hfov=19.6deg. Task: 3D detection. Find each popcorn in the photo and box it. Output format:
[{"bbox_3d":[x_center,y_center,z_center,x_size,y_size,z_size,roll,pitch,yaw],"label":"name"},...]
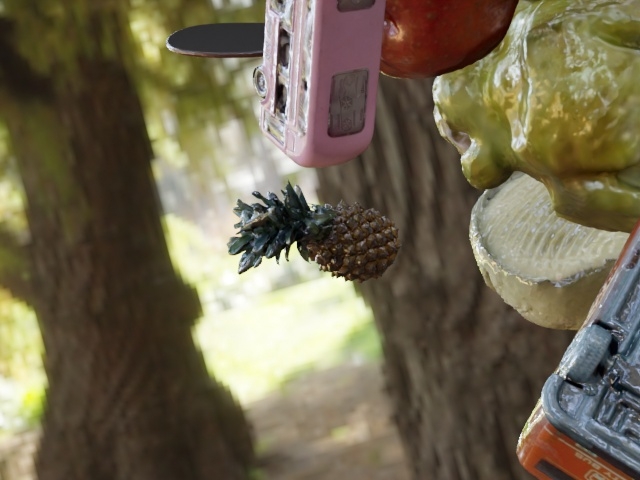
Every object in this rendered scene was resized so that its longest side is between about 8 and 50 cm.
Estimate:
[{"bbox_3d":[0.233,-0.130,1.683,0.276,0.276,0.225,-14,44,52],"label":"popcorn"}]

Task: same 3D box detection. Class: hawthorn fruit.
[{"bbox_3d":[0.075,-0.207,1.538,0.194,0.157,0.157,-35,10,-27],"label":"hawthorn fruit"}]

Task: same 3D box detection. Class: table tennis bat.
[{"bbox_3d":[-0.068,-0.265,2.448,0.274,0.021,0.154,1,21,7],"label":"table tennis bat"}]

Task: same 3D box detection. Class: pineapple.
[{"bbox_3d":[-0.001,-0.001,1.931,0.221,0.083,0.103,13,-37,-45],"label":"pineapple"}]

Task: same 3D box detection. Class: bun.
[{"bbox_3d":[0.310,0.007,2.223,0.259,0.152,0.259,-11,40,10],"label":"bun"}]

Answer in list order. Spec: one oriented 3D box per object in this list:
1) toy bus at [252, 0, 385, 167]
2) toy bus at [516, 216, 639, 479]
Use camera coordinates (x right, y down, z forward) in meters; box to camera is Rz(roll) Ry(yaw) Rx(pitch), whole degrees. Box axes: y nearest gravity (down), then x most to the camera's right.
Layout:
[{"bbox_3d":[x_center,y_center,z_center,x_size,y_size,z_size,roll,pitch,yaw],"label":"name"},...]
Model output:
[{"bbox_3d":[0.002,-0.148,1.241,0.063,0.203,0.090,-13,33,-26],"label":"toy bus"},{"bbox_3d":[0.223,0.056,1.171,0.265,0.121,0.120,-57,-2,-33],"label":"toy bus"}]
